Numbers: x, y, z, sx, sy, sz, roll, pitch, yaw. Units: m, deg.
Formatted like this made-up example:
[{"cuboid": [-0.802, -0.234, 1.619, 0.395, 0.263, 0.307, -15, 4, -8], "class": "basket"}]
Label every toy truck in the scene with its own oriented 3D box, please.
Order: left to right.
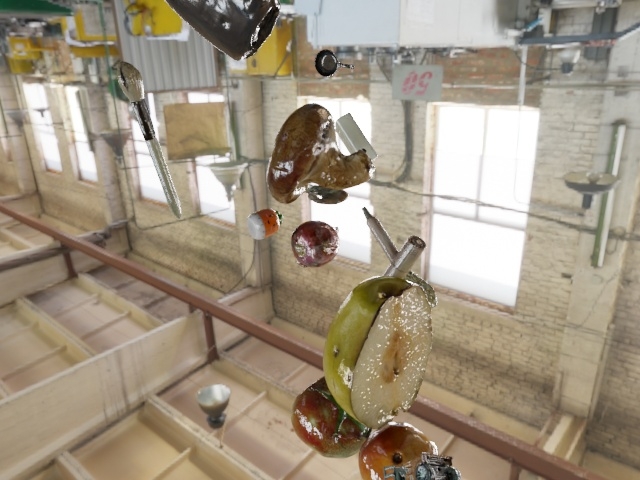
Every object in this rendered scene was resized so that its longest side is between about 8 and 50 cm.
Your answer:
[{"cuboid": [0.164, 0.436, 0.781, 0.080, 0.115, 0.177, 22, -132, -31], "class": "toy truck"}]

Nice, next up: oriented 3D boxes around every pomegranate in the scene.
[{"cuboid": [0.198, 0.575, 1.285, 0.209, 0.208, 0.209, -1, -160, 0], "class": "pomegranate"}]

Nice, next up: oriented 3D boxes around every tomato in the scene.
[{"cuboid": [0.040, 0.653, 1.869, 0.304, 0.239, 0.303, 19, -130, -24], "class": "tomato"}]

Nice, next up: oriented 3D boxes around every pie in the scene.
[{"cuboid": [0.293, 0.147, 1.592, 0.187, 0.041, 0.186, 29, -159, -13], "class": "pie"}]

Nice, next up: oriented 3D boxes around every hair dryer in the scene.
[{"cuboid": [0.161, 0.016, 1.370, 0.054, 0.195, 0.220, -16, -126, -43], "class": "hair dryer"}]

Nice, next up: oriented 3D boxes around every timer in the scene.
[{"cuboid": [-0.185, -0.061, 1.735, 0.136, 0.099, 0.136, -16, -179, 0], "class": "timer"}]

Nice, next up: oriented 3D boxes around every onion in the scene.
[{"cuboid": [0.000, 0.000, 1.627, 0.160, 0.159, 0.195, 18, -146, 42], "class": "onion"}]

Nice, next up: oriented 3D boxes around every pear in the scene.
[{"cuboid": [0.123, 0.266, 1.273, 0.192, 0.386, 0.341, 18, -153, 41], "class": "pear"}]

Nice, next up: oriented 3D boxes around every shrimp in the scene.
[{"cuboid": [0.000, -0.171, 1.876, 0.224, 0.047, 0.126, 13, -145, 34], "class": "shrimp"}]

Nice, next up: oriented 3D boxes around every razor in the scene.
[{"cuboid": [-0.244, -0.542, 1.035, 0.113, 0.349, 0.204, -46, -178, -37], "class": "razor"}]

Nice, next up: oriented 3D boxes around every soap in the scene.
[{"cuboid": [0.121, -0.345, 1.736, 0.064, 0.183, 0.121, -33, -179, -2], "class": "soap"}]

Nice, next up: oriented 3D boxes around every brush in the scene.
[{"cuboid": [-0.306, -0.172, 0.912, 0.039, 0.299, 0.042, -27, -152, -30], "class": "brush"}]

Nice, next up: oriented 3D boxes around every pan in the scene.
[{"cuboid": [0.039, -0.461, 1.308, 0.115, 0.068, 0.023, 17, -151, 22], "class": "pan"}]

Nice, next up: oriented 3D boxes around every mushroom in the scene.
[{"cuboid": [-0.027, -0.206, 1.262, 0.255, 0.267, 0.267, 17, -153, 33], "class": "mushroom"}]
